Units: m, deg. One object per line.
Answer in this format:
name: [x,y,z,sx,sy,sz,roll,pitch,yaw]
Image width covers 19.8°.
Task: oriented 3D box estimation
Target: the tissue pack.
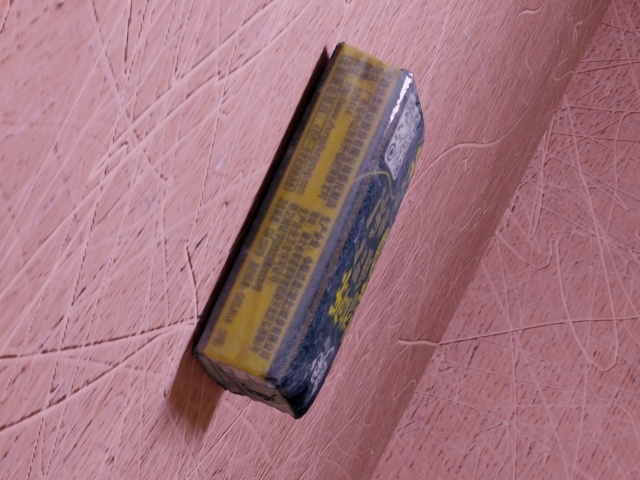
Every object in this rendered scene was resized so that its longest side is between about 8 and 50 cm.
tissue pack: [0.000,0.000,1.401,0.185,0.081,0.257,68,45,-75]
